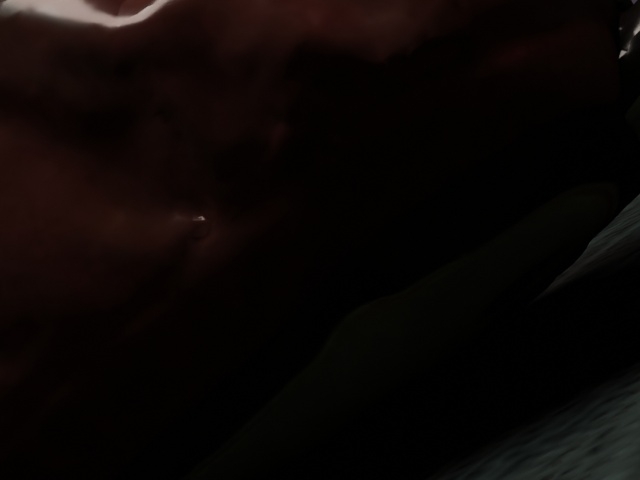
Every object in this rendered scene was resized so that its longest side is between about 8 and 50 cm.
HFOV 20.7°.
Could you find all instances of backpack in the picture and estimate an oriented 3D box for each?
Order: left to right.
[{"bbox_3d":[-0.022,-0.017,0.433,0.229,0.139,0.229,-36,-1,-1],"label":"backpack"}]

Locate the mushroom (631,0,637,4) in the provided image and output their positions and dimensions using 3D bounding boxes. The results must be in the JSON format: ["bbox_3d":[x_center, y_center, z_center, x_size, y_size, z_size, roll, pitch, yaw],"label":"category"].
[{"bbox_3d":[0.135,-0.098,0.493,0.188,0.117,0.141,-5,62,39],"label":"mushroom"}]
